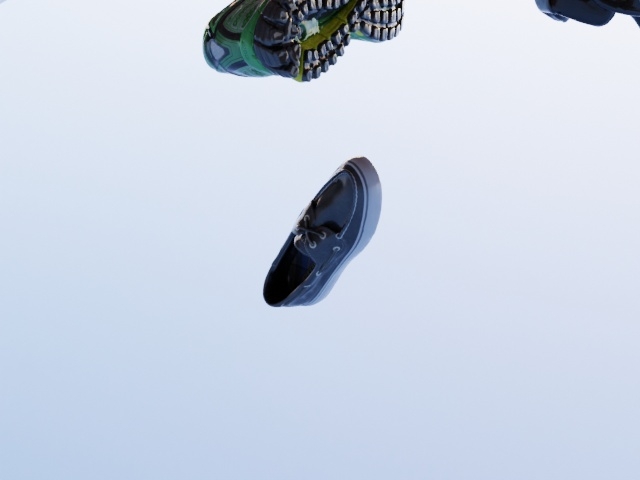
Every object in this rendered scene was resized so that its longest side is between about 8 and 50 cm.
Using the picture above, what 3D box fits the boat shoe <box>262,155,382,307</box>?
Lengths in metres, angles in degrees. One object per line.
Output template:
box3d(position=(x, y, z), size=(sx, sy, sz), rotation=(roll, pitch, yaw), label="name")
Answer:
box3d(position=(0.000, 0.000, 0.986), size=(0.040, 0.142, 0.049), rotation=(-15, -123, -36), label="boat shoe")

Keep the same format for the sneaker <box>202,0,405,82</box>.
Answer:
box3d(position=(-0.012, -0.281, 1.664), size=(0.146, 0.134, 0.343), rotation=(5, -156, 33), label="sneaker")

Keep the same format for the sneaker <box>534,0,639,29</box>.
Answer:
box3d(position=(0.190, -0.223, 0.975), size=(0.146, 0.293, 0.102), rotation=(-45, -160, 4), label="sneaker")
